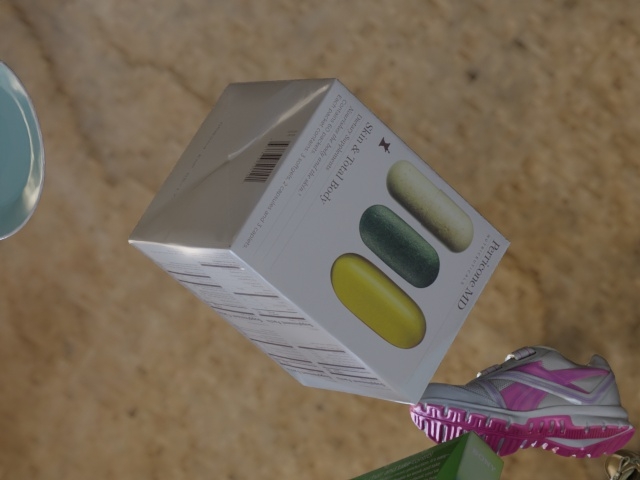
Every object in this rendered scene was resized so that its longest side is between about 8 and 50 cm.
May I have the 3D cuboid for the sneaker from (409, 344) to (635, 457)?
[{"bbox_3d":[0.220,0.175,2.216,0.103,0.252,0.111,115,-24,-56],"label":"sneaker"}]

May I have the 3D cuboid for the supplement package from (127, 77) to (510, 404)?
[{"bbox_3d":[0.000,0.000,1.936,0.198,0.263,0.199,4,-122,56],"label":"supplement package"}]

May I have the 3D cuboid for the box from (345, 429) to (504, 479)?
[{"bbox_3d":[0.036,0.338,1.845,0.232,0.058,0.322,-26,-151,39],"label":"box"}]

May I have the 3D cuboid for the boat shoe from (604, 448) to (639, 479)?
[{"bbox_3d":[0.378,0.295,2.369,0.153,0.048,0.056,51,-55,53],"label":"boat shoe"}]

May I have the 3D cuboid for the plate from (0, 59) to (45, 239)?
[{"bbox_3d":[-0.323,-0.093,1.917,0.024,0.188,0.188,-17,158,-50],"label":"plate"}]
